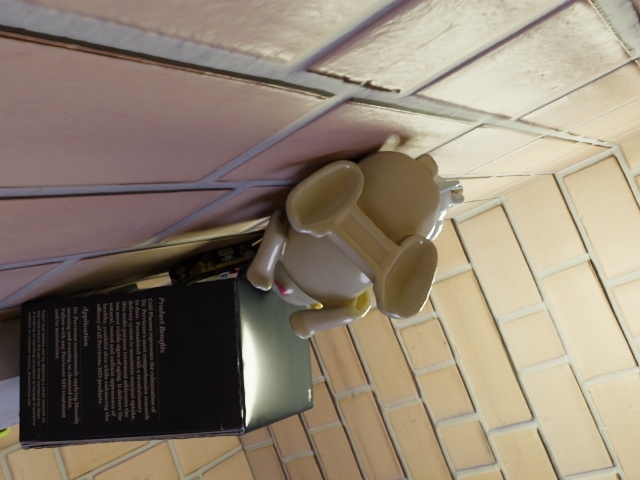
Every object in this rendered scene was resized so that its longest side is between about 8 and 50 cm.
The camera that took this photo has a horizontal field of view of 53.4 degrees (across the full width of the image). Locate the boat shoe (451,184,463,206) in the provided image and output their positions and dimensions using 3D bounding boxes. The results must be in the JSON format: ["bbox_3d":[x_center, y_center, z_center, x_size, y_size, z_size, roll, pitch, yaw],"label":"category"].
[{"bbox_3d":[0.394,-0.130,2.044,0.183,0.066,0.066,-18,173,-29],"label":"boat shoe"}]

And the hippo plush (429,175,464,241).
[{"bbox_3d":[0.195,-0.081,1.482,0.236,0.234,0.294,-42,151,-56],"label":"hippo plush"}]

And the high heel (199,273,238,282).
[{"bbox_3d":[-0.330,0.120,1.857,0.261,0.093,0.186,-34,-163,-5],"label":"high heel"}]

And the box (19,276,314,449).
[{"bbox_3d":[-0.306,0.267,1.406,0.471,0.298,0.480,-6,170,13],"label":"box"}]

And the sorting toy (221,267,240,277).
[{"bbox_3d":[-0.268,0.073,1.740,0.101,0.042,0.061,-9,156,-7],"label":"sorting toy"}]

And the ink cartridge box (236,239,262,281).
[{"bbox_3d":[-0.121,0.057,1.589,0.078,0.134,0.231,31,147,-22],"label":"ink cartridge box"}]

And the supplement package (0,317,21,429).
[{"bbox_3d":[-0.708,0.297,1.350,0.203,0.149,0.194,-52,162,19],"label":"supplement package"}]

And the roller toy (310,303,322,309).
[{"bbox_3d":[-0.050,0.090,1.856,0.146,0.191,0.209,-26,-148,26],"label":"roller toy"}]

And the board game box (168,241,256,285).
[{"bbox_3d":[-0.267,0.060,1.572,0.170,0.048,0.141,-15,173,-46],"label":"board game box"}]

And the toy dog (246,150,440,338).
[{"bbox_3d":[0.023,-0.006,1.238,0.408,0.284,0.395,-35,-159,58],"label":"toy dog"}]

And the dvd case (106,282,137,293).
[{"bbox_3d":[-0.497,0.134,1.588,0.087,0.013,0.119,-19,172,-16],"label":"dvd case"}]

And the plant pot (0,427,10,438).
[{"bbox_3d":[-1.044,0.484,1.806,0.207,0.227,0.228,-14,173,-5],"label":"plant pot"}]
